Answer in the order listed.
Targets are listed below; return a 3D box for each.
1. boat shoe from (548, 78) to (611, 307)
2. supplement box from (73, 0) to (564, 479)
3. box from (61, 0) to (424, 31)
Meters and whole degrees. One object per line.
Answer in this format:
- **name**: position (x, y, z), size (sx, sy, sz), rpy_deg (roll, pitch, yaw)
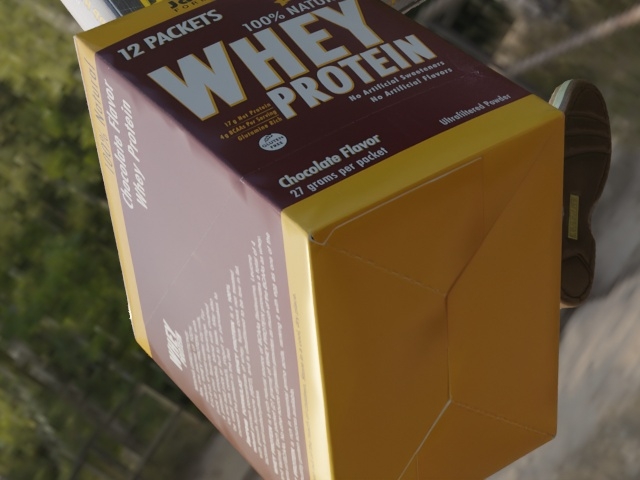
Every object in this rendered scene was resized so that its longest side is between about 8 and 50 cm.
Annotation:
- **boat shoe**: position (0.184, -0.038, 1.243), size (0.072, 0.068, 0.190), rpy_deg (-10, 63, 55)
- **supplement box**: position (0.000, 0.000, 0.719), size (0.129, 0.194, 0.191), rpy_deg (-26, -48, -24)
- **box**: position (-0.039, -0.184, 0.868), size (0.231, 0.183, 0.056), rpy_deg (-33, -9, -25)
